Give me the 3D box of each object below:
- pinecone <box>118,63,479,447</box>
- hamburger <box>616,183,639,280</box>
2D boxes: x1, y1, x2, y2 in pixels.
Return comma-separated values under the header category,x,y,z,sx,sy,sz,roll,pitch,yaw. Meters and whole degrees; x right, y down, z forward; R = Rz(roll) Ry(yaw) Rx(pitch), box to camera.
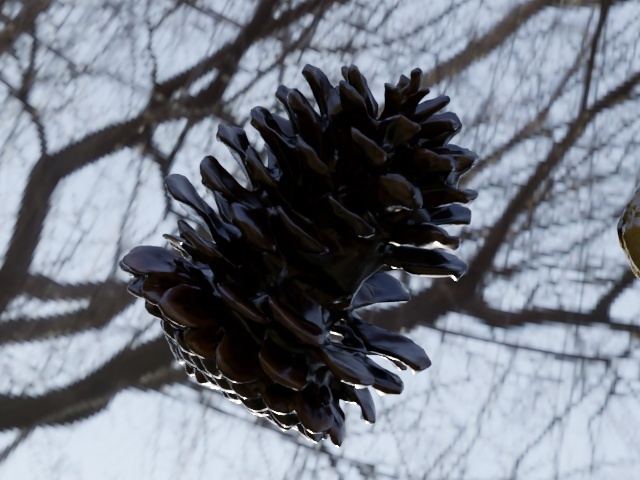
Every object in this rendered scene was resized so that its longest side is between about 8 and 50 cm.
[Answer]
category,x,y,z,sx,sy,sz,roll,pitch,yaw
pinecone,0.003,0.002,1.267,0.246,0.246,0.292,33,-75,-10
hamburger,0.273,0.003,1.037,0.185,0.159,0.131,-41,-42,-3
